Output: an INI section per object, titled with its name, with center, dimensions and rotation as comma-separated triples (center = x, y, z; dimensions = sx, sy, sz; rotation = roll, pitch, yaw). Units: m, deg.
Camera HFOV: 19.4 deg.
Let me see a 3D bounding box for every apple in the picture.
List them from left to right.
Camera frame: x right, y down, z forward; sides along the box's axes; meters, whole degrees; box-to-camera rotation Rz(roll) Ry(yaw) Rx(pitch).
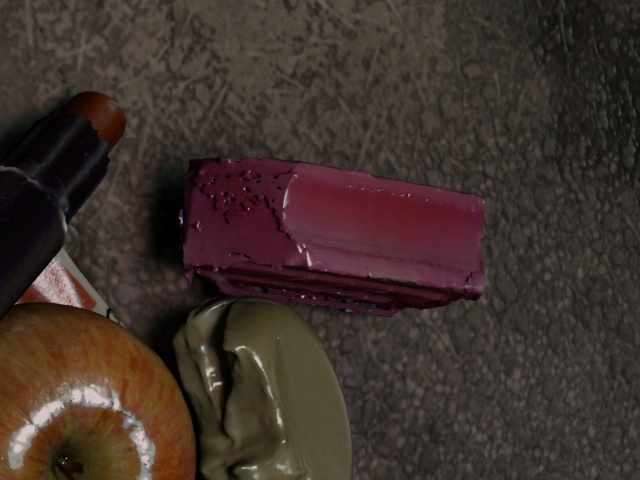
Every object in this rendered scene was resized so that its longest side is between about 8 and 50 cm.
[apple]
center = -0.191, 0.147, 1.280
dimensions = 0.211, 0.188, 0.211
rotation = -2, 94, -30

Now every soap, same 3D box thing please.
[soap]
center = 0.000, 0.000, 1.467
dimensions = 0.250, 0.162, 0.099
rotation = 9, 82, -40

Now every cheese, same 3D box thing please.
[cheese]
center = -0.045, 0.131, 1.440
dimensions = 0.175, 0.091, 0.202
rotation = -58, 131, -61

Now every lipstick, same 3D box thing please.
[lipstick]
center = -0.208, -0.021, 1.291
dimensions = 0.081, 0.081, 0.300
rotation = 60, 31, -20

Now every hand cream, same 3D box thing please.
[hand cream]
center = -0.177, 0.072, 1.397
dimensions = 0.080, 0.050, 0.234
rotation = -49, 112, -23
